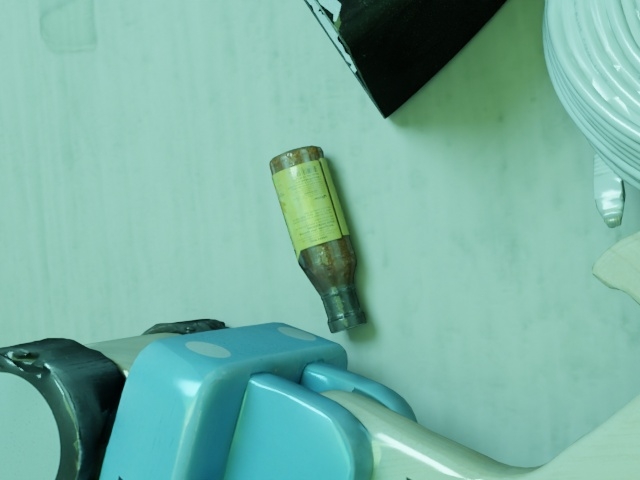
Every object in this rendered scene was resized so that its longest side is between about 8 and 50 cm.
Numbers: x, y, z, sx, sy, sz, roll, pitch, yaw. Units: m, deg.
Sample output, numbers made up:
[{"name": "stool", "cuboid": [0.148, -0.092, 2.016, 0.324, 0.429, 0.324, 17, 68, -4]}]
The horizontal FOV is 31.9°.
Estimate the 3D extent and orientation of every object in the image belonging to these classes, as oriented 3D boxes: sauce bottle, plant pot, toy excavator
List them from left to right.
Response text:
[{"name": "sauce bottle", "cuboid": [0.000, 0.000, 0.770, 0.042, 0.042, 0.128, -18, 83, 20]}, {"name": "toy excavator", "cuboid": [0.019, 0.155, 0.647, 0.445, 0.222, 0.432, 19, 99, 25]}, {"name": "plant pot", "cuboid": [0.046, -0.214, 0.685, 0.167, 0.188, 0.187, -34, 79, 6]}]

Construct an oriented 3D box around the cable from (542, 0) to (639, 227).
[{"name": "cable", "cuboid": [0.251, -0.139, 0.625, 0.257, 0.089, 0.257, -19, 68, 16]}]
